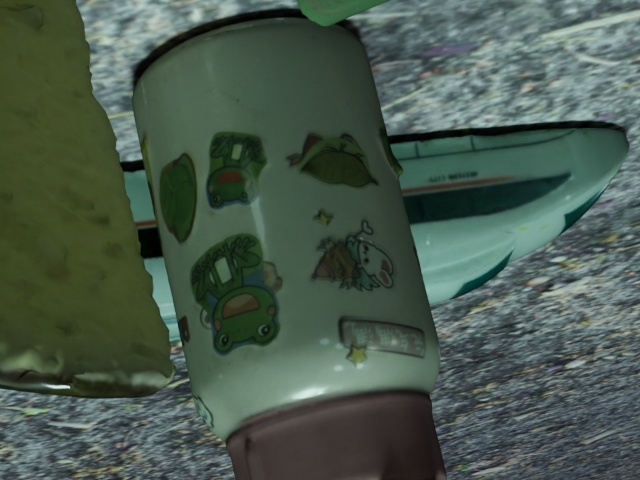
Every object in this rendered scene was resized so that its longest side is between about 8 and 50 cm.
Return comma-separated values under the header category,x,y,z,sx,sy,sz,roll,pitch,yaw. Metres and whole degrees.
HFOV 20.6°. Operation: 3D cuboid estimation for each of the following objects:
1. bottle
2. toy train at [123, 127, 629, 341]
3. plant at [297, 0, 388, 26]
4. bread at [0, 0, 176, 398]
category,x,y,z,sx,sy,sz,roll,pitch,yaw
bottle,-0.009,0.033,0.810,0.120,0.253,0.120,-11,163,-3
toy train,0.000,0.000,0.991,0.407,0.088,0.086,-8,161,-18
plant,0.033,-0.124,0.694,0.102,0.051,0.051,-28,157,28
bread,-0.258,-0.004,0.607,0.346,0.242,0.405,7,151,-39
